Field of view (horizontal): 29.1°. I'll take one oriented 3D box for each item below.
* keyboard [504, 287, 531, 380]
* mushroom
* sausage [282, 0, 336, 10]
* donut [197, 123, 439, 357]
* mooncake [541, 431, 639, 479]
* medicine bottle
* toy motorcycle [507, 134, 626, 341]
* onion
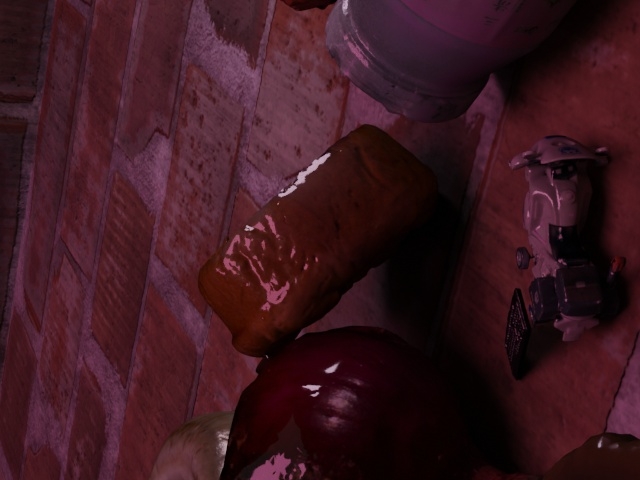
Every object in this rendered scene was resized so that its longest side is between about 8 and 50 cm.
[{"bbox_3d":[0.210,0.102,1.321,0.155,0.010,0.053,81,178,-63],"label":"keyboard"},{"bbox_3d":[-0.144,0.423,1.788,0.352,0.260,0.352,177,90,-65],"label":"mushroom"},{"bbox_3d":[-0.012,-0.455,1.716,0.152,0.152,0.279,-17,70,61],"label":"sausage"},{"bbox_3d":[0.000,0.000,1.504,0.150,0.317,0.299,49,128,1],"label":"donut"},{"bbox_3d":[0.304,0.320,1.014,0.324,0.187,0.324,-18,70,61],"label":"mooncake"},{"bbox_3d":[0.148,-0.290,1.304,0.290,0.245,0.245,-56,41,49],"label":"medicine bottle"},{"bbox_3d":[0.246,-0.015,1.255,0.150,0.102,0.221,104,161,-67],"label":"toy motorcycle"},{"bbox_3d":[0.077,0.270,1.380,0.385,0.348,0.347,4,92,28],"label":"onion"}]
